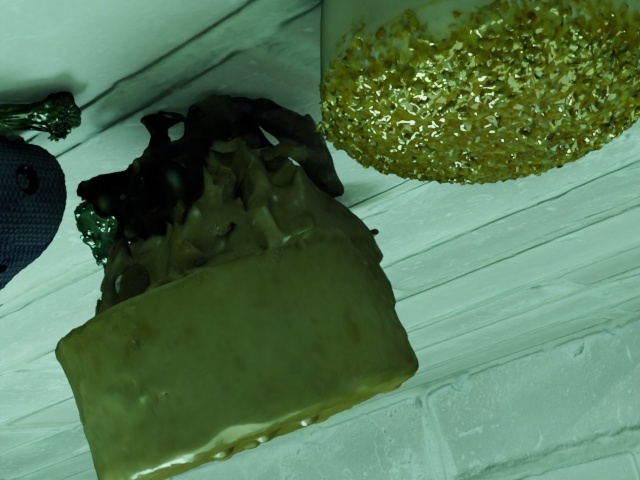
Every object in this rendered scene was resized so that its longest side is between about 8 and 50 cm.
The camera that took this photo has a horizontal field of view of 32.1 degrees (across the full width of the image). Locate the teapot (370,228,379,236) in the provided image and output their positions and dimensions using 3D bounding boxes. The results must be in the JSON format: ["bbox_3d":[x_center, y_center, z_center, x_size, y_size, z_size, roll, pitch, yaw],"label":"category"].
[{"bbox_3d":[0.000,0.000,1.374,0.173,0.116,0.116,4,156,-42],"label":"teapot"}]

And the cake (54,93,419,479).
[{"bbox_3d":[-0.100,0.037,1.031,0.332,0.321,0.332,-19,169,-4],"label":"cake"}]

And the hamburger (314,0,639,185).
[{"bbox_3d":[0.138,-0.143,0.868,0.294,0.179,0.276,-8,163,-20],"label":"hamburger"}]

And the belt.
[{"bbox_3d":[-0.336,-0.015,1.004,0.230,0.140,0.126,-25,166,27],"label":"belt"}]

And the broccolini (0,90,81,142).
[{"bbox_3d":[-0.305,-0.103,0.913,0.218,0.042,0.044,-2,133,-22],"label":"broccolini"}]

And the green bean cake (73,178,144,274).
[{"bbox_3d":[-0.166,0.050,1.219,0.107,0.208,0.193,-20,164,12],"label":"green bean cake"}]
